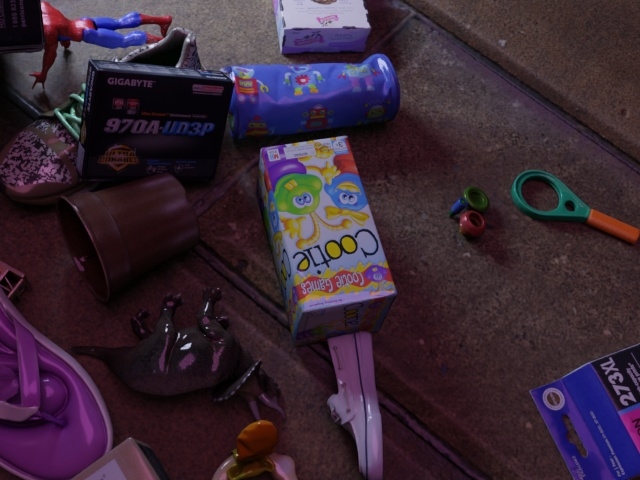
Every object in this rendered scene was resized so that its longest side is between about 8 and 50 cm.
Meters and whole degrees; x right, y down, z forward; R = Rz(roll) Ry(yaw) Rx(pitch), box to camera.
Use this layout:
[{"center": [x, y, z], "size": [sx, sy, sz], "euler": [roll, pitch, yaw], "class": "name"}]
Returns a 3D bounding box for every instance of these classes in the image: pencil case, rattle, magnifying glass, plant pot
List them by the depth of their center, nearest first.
[{"center": [-0.083, 0.356, 1.026], "size": [0.130, 0.143, 0.200], "euler": [26, 54, -16], "class": "rattle"}, {"center": [-0.281, -0.017, 1.184], "size": [0.165, 0.167, 0.167], "euler": [-26, 69, -29], "class": "plant pot"}, {"center": [-0.020, -0.250, 1.361], "size": [0.305, 0.119, 0.133], "euler": [-8, 56, -13], "class": "pencil case"}, {"center": [0.443, -0.053, 1.385], "size": [0.230, 0.026, 0.092], "euler": [23, 61, 6], "class": "magnifying glass"}]

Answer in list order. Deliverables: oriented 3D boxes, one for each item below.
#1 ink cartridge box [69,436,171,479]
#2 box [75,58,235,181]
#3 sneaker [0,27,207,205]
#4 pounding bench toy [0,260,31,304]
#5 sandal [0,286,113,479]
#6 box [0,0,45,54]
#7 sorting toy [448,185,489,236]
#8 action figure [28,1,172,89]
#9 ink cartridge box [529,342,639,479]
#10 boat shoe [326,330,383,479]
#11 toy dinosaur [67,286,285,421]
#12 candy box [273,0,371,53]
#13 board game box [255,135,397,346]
[{"center": [-0.270, 0.391, 0.973], "size": [0.234, 0.088, 0.193], "euler": [-36, 69, -10], "class": "ink cartridge box"}, {"center": [-0.254, -0.178, 1.219], "size": [0.220, 0.175, 0.051], "euler": [-2, 30, -34], "class": "box"}, {"center": [-0.347, -0.218, 1.256], "size": [0.158, 0.182, 0.410], "euler": [43, 66, 14], "class": "sneaker"}, {"center": [-0.481, 0.067, 1.160], "size": [0.083, 0.052, 0.065], "euler": [28, 62, 6], "class": "pounding bench toy"}, {"center": [-0.448, 0.163, 1.057], "size": [0.169, 0.102, 0.416], "euler": [-42, 83, -6], "class": "sandal"}, {"center": [-0.694, -0.466, 1.129], "size": [0.471, 0.298, 0.480], "euler": [-13, 38, -26], "class": "box"}, {"center": [0.249, -0.045, 1.344], "size": [0.061, 0.042, 0.102], "euler": [26, 48, -12], "class": "sorting toy"}, {"center": [-0.402, -0.335, 1.373], "size": [0.280, 0.139, 0.092], "euler": [-1, 57, -35], "class": "action figure"}, {"center": [0.525, 0.244, 1.221], "size": [0.370, 0.069, 0.176], "euler": [-17, 66, -14], "class": "ink cartridge box"}, {"center": [0.047, 0.240, 1.147], "size": [0.075, 0.083, 0.226], "euler": [-5, 51, 2], "class": "boat shoe"}, {"center": [-0.200, 0.160, 1.118], "size": [0.313, 0.121, 0.160], "euler": [5, 48, -11], "class": "toy dinosaur"}, {"center": [-0.004, -0.449, 1.494], "size": [0.164, 0.070, 0.196], "euler": [-3, 63, -11], "class": "candy box"}, {"center": [0.000, 0.000, 1.218], "size": [0.141, 0.144, 0.276], "euler": [-10, 64, -13], "class": "board game box"}]
